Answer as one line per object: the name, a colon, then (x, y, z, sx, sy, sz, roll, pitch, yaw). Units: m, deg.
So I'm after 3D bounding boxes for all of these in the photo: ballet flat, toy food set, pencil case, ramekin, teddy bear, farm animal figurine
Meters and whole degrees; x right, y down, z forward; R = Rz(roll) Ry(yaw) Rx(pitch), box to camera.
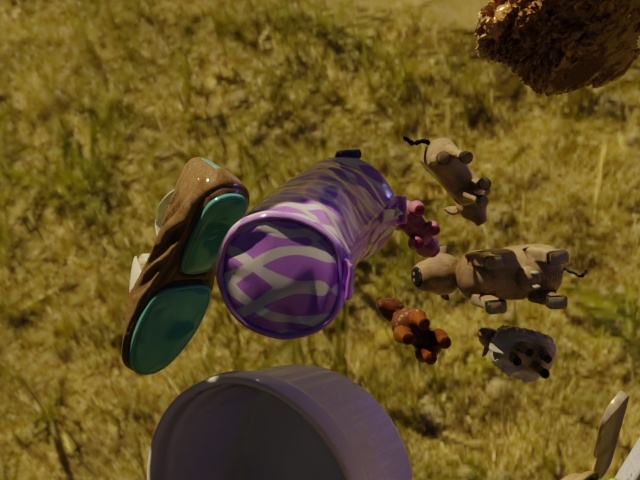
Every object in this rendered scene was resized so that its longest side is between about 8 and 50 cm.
ballet flat: (-0.202, 0.027, 1.492, 0.116, 0.342, 0.124, -2, 41, -37)
toy food set: (0.131, 0.188, 0.626, 0.038, 0.132, 0.192, 34, 70, 26)
pencil case: (0.000, 0.000, 0.721, 0.088, 0.086, 0.206, 10, 18, 12)
ramekin: (-0.024, 0.195, 0.853, 0.207, 0.207, 0.109, 28, 23, 28)
teddy bear: (0.249, -0.257, 0.864, 0.245, 0.338, 0.113, -19, 67, -10)
farm animal figurine: (0.231, 0.027, 1.651, 0.327, 0.172, 0.330, 14, 95, -12)

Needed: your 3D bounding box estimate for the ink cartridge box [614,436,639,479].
ink cartridge box: (0.450, 0.224, 1.138, 0.223, 0.224, 0.045, 17, 27, -7)
